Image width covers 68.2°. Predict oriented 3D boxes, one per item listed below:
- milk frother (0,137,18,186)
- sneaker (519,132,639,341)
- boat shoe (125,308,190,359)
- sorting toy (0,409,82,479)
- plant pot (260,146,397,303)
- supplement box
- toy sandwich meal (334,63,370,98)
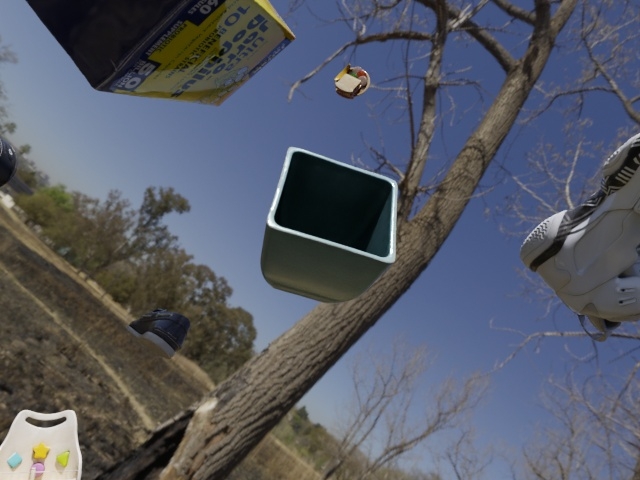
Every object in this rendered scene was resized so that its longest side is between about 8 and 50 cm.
[{"bbox_3d":[-0.483,-0.125,0.576,0.129,0.143,0.134,54,-17,11],"label":"milk frother"},{"bbox_3d":[0.492,-0.008,0.715,0.365,0.138,0.210,-56,-136,40],"label":"sneaker"},{"bbox_3d":[-0.265,0.149,0.782,0.075,0.065,0.206,48,-27,-19],"label":"boat shoe"},{"bbox_3d":[-0.283,0.211,0.478,0.084,0.075,0.045,9,-27,-21],"label":"sorting toy"},{"bbox_3d":[0.000,0.000,1.018,0.248,0.247,0.252,17,-44,-7],"label":"plant pot"},{"bbox_3d":[-0.200,-0.328,0.657,0.195,0.194,0.356,53,16,-5],"label":"supplement box"},{"bbox_3d":[0.068,-0.351,1.038,0.086,0.085,0.029,36,-10,18],"label":"toy sandwich meal"}]
